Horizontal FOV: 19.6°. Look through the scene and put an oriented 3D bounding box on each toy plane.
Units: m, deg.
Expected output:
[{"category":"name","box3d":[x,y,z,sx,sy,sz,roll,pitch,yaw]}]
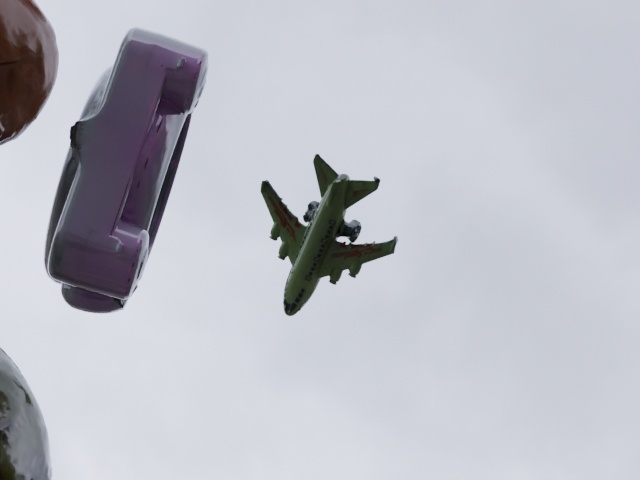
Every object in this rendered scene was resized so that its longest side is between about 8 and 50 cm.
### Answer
[{"category":"toy plane","box3d":[0.000,0.000,1.251,0.102,0.040,0.111,26,-72,18]}]

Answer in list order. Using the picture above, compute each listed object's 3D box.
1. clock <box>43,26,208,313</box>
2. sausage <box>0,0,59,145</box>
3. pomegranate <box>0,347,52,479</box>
[{"category":"clock","box3d":[-0.170,-0.048,1.582,0.090,0.228,0.248,18,-14,-3]},{"category":"sausage","box3d":[-0.261,-0.131,0.976,0.258,0.133,0.133,26,-52,3]},{"category":"pomegranate","box3d":[-0.265,0.131,0.998,0.263,0.211,0.211,20,-53,-32]}]
